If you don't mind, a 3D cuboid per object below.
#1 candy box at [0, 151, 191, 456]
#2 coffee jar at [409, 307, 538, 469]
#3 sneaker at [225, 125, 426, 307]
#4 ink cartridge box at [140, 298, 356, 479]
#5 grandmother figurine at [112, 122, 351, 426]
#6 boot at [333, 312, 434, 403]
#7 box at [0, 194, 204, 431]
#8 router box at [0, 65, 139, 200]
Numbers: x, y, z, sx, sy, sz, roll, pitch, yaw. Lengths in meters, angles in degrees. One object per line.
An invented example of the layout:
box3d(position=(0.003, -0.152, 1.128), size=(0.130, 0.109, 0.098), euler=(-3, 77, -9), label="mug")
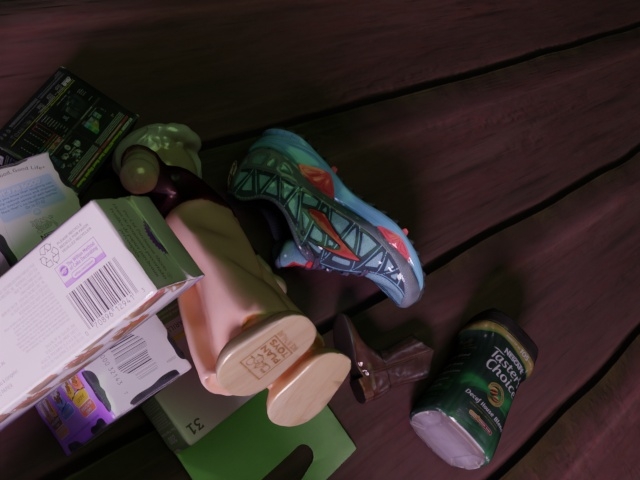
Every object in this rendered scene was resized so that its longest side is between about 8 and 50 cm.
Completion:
box3d(position=(-0.209, 0.058, 0.505), size=(0.070, 0.165, 0.196), euler=(-32, 86, -40), label="candy box")
box3d(position=(0.186, 0.167, 0.751), size=(0.096, 0.079, 0.184), euler=(46, 51, -4), label="coffee jar")
box3d(position=(0.000, 0.000, 0.728), size=(0.262, 0.104, 0.125), euler=(42, 69, -2), label="sneaker")
box3d(position=(-0.071, 0.150, 0.617), size=(0.171, 0.056, 0.235), euler=(-33, 84, -39), label="ink cartridge box")
box3d(position=(-0.107, -0.006, 0.557), size=(0.104, 0.207, 0.342), euler=(-34, 46, -7), label="grandmother figurine")
box3d(position=(0.076, 0.121, 0.732), size=(0.114, 0.037, 0.106), euler=(-15, 88, -33), label="boot")
box3d(position=(-0.218, 0.090, 0.400), size=(0.067, 0.324, 0.063), euler=(54, 14, 5), label="box")
box3d(position=(-0.255, -0.104, 0.641), size=(0.092, 0.038, 0.122), euler=(33, 53, -13), label="router box")
